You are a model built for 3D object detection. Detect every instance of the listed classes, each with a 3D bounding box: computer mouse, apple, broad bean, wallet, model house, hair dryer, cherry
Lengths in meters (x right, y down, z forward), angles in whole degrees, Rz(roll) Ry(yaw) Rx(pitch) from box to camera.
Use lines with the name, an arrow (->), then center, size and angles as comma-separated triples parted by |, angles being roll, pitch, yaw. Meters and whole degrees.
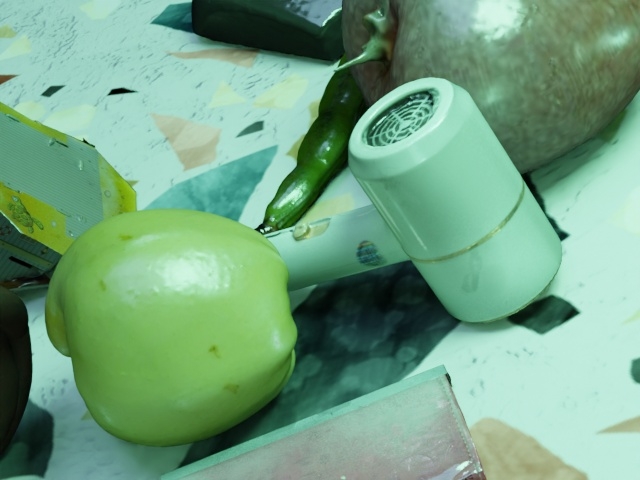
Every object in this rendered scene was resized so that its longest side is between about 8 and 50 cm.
computer mouse -> -0.035, -0.287, 1.595 | 0.269, 0.100, 0.170 | 16, 54, 42
apple -> -0.115, 0.066, 1.130 | 0.200, 0.200, 0.200 | -15, 37, 12
broad bean -> 0.009, -0.100, 1.382 | 0.060, 0.043, 0.297 | -10, 38, 34
wallet -> -0.001, 0.173, 1.059 | 0.232, 0.025, 0.119 | -22, 36, 3
model house -> -0.292, -0.011, 1.389 | 0.136, 0.207, 0.219 | -48, 33, 24
hair dryer -> 0.000, 0.000, 1.188 | 0.357, 0.173, 0.108 | -17, 32, 32
cherry -> 0.152, -0.174, 1.253 | 0.307, 0.221, 0.261 | -16, 43, -11

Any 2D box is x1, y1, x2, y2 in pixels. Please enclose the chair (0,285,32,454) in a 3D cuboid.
chair -> -0.395, 0.078, 1.232 | 0.226, 0.227, 0.401 | -39, 38, -19
